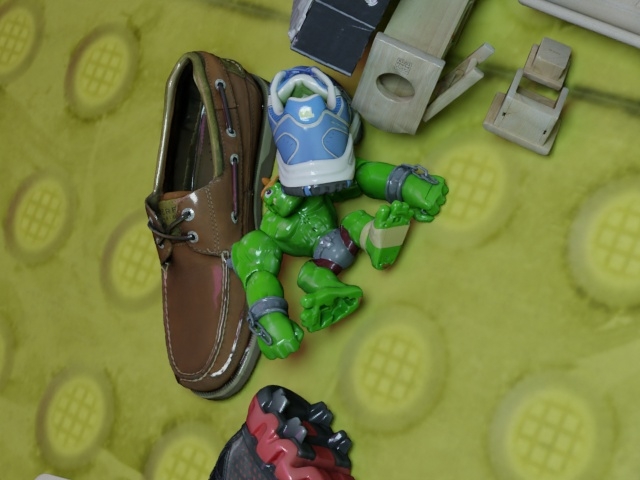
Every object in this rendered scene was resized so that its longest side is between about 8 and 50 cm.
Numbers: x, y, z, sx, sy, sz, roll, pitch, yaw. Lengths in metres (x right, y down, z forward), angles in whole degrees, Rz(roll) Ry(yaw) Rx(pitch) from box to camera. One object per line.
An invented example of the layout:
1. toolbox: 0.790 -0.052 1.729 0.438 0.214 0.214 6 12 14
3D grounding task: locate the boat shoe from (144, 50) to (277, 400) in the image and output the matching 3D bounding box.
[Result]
1. boat shoe: -0.110 -0.016 1.366 0.110 0.104 0.307 -12 67 34

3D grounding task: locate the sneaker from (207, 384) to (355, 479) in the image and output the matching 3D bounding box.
1. sneaker: -0.007 0.246 1.198 0.135 0.097 0.276 -46 50 15

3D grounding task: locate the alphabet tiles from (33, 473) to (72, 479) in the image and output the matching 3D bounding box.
1. alphabet tiles: -0.243 0.360 1.391 0.278 0.021 0.284 7 78 40

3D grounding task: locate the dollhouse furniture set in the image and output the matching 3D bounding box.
1. dollhouse furniture set: 0.137 -0.163 1.270 0.161 0.101 0.182 25 56 3

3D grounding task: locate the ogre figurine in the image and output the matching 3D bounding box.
1. ogre figurine: 0.000 0.000 1.281 0.118 0.097 0.197 38 98 38

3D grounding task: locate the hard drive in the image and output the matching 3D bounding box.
1. hard drive: 0.071 -0.319 1.239 0.237 0.064 0.339 -86 21 -66

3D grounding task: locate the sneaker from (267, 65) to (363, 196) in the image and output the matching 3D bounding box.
1. sneaker: -0.005 -0.111 1.288 0.080 0.081 0.211 -9 25 -2

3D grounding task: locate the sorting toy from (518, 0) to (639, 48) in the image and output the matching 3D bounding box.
1. sorting toy: 0.270 -0.240 1.170 0.193 0.038 0.208 30 82 41
